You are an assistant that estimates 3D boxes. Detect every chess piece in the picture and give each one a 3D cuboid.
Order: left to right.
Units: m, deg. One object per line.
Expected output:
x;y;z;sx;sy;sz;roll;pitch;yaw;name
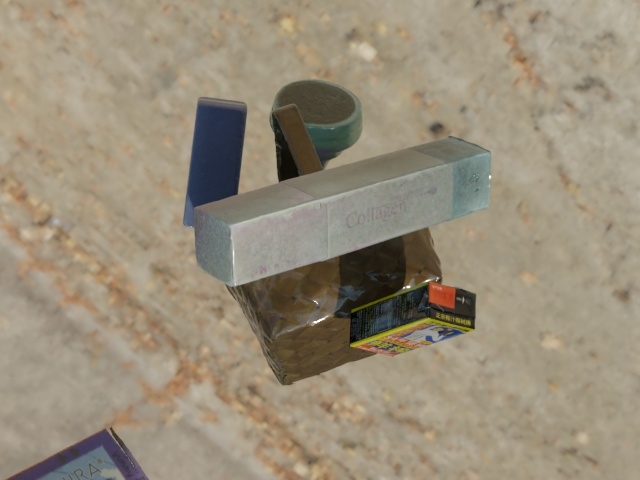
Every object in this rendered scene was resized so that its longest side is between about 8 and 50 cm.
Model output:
-0.021;-0.098;1.993;0.139;0.139;0.271;27;131;20;chess piece

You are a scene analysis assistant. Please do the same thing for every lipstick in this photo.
0.029;-0.033;1.273;0.068;0.317;0.066;27;125;47;lipstick

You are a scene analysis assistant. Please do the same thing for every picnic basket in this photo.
0.000;0.000;1.776;0.254;0.291;0.321;85;165;-68;picnic basket

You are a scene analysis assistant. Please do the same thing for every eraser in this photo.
-0.165;-0.122;2.074;0.082;0.225;0.036;7;167;-7;eraser

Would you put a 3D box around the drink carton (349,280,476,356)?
0.107;0.092;1.560;0.071;0.056;0.166;13;158;-30;drink carton

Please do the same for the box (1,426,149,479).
-0.347;0.453;1.546;0.318;0.349;0.257;58;143;11;box
